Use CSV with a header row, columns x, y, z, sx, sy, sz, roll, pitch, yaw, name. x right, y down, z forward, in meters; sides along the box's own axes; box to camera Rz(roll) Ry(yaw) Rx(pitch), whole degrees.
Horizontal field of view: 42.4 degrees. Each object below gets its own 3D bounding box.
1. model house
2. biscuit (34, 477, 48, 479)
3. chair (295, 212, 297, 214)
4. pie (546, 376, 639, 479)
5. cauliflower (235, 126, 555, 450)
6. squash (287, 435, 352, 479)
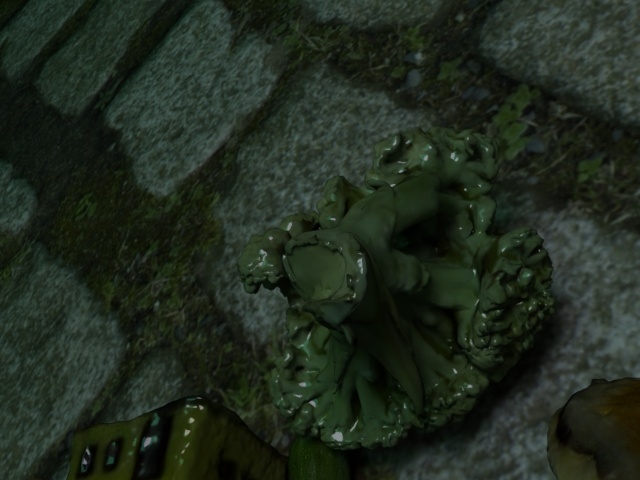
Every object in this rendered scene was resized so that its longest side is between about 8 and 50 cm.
x,y,z,sx,sy,sz,roll,pitch,yaw,name
-0.149,0.298,0.780,0.193,0.175,0.234,-18,47,28,model house
-0.346,0.341,1.031,0.083,0.018,0.081,-5,57,35,biscuit
0.001,0.001,0.990,0.086,0.042,0.037,29,80,10,chair
0.298,0.150,0.464,0.339,0.339,0.077,17,108,44,pie
0.049,0.030,0.747,0.260,0.281,0.327,18,78,49,cauliflower
0.004,0.277,0.764,0.066,0.066,0.229,-24,50,24,squash
